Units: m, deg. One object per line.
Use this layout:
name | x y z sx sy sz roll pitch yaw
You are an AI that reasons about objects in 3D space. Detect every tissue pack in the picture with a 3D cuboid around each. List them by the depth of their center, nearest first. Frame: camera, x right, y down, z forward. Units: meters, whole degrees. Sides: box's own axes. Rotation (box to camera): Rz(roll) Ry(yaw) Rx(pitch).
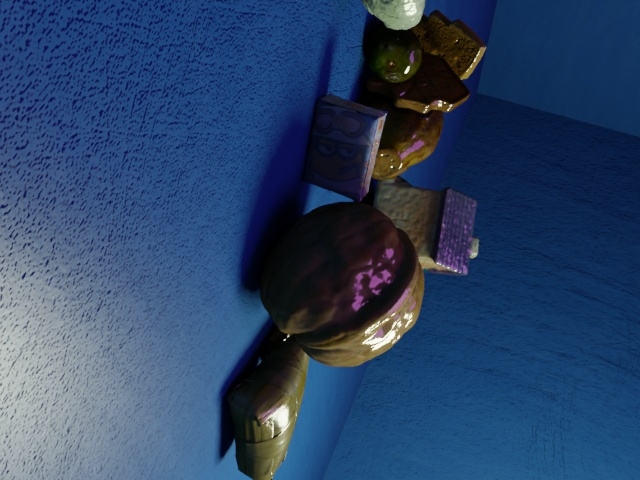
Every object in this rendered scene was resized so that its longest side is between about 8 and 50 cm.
tissue pack | 0.041 -0.159 1.189 0.065 0.115 0.155 -43 150 -59

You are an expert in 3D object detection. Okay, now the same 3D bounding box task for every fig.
fig | 0.143 -0.383 1.359 0.178 0.117 0.117 -86 -176 -53

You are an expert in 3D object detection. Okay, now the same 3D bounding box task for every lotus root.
lotus root | 0.166 -0.231 1.466 0.291 0.193 0.193 -54 159 -52

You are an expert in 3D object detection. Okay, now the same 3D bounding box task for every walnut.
walnut | 0.043 0.073 1.194 0.296 0.285 0.285 54 49 -36

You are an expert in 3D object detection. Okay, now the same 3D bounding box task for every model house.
model house | 0.264 -0.015 1.814 0.312 0.279 0.245 85 15 -76

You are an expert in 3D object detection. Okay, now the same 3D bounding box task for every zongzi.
zongzi | -0.080 0.303 1.325 0.256 0.114 0.228 -54 154 -48

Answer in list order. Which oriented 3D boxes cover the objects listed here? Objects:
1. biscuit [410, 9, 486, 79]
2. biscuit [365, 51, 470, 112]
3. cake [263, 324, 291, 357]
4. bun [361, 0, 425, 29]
biscuit | 0.259 -0.410 1.509 0.041 0.238 0.212 -25 113 -40
biscuit | 0.189 -0.327 1.409 0.215 0.182 0.034 -10 142 -24
cake | -0.018 0.164 1.433 0.295 0.112 0.116 -45 152 -39
bun | 0.119 -0.444 1.096 0.212 0.126 0.204 -63 166 -61
